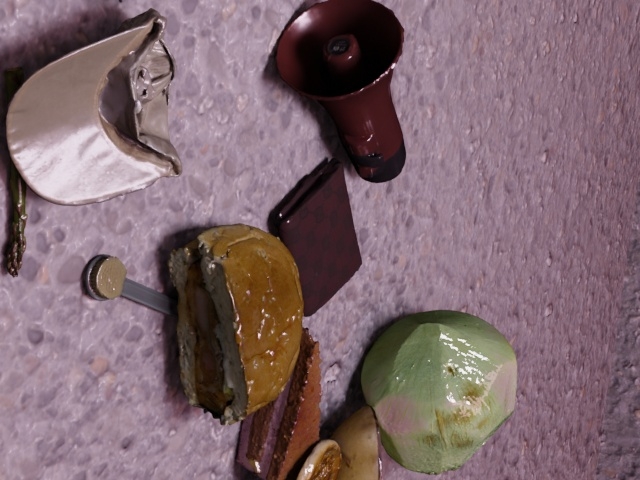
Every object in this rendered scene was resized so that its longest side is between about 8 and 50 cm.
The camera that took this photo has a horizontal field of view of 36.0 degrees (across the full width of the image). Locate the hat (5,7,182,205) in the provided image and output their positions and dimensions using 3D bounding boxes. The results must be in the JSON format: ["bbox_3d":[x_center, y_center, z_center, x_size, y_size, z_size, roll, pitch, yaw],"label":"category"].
[{"bbox_3d":[-0.269,-0.171,1.194,0.245,0.149,0.214,-14,124,-23],"label":"hat"}]

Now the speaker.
[{"bbox_3d":[0.054,-0.259,1.616,0.329,0.198,0.259,59,13,-64],"label":"speaker"}]

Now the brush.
[{"bbox_3d":[-0.232,0.081,1.380,0.266,0.027,0.062,33,67,-55],"label":"brush"}]

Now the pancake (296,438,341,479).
[{"bbox_3d":[-0.009,0.401,1.638,0.158,0.028,0.158,-46,150,-37],"label":"pancake"}]

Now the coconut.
[{"bbox_3d":[0.226,0.277,1.900,0.328,0.281,0.328,-10,126,-14],"label":"coconut"}]

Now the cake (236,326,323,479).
[{"bbox_3d":[-0.066,0.271,1.604,0.113,0.116,0.295,-20,121,-52],"label":"cake"}]

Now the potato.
[{"bbox_3d":[0.039,0.443,1.797,0.239,0.116,0.299,-96,-169,-71],"label":"potato"}]

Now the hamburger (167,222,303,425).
[{"bbox_3d":[-0.112,0.114,1.457,0.211,0.132,0.309,-32,122,-53],"label":"hamburger"}]

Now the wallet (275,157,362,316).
[{"bbox_3d":[0.000,0.000,1.671,0.182,0.049,0.229,-47,138,-36],"label":"wallet"}]

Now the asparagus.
[{"bbox_3d":[-0.355,-0.077,1.149,0.025,0.024,0.248,1,105,-12],"label":"asparagus"}]
